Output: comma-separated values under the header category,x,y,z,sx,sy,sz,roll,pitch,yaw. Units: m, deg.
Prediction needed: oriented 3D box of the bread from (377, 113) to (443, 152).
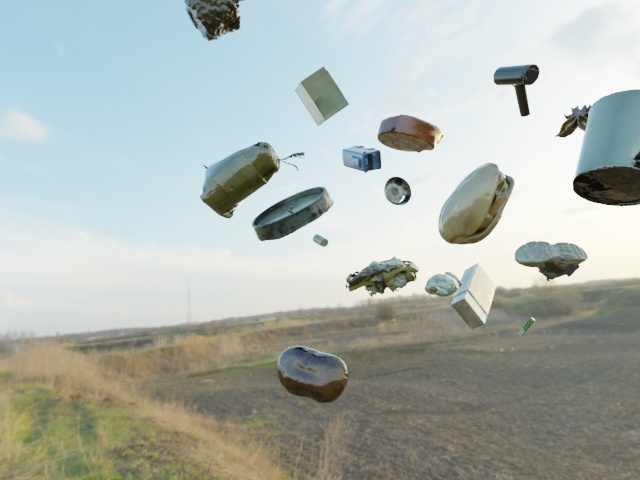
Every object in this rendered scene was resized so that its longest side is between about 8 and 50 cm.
category,x,y,z,sx,sy,sz,roll,pitch,yaw
bread,0.461,-0.570,2.172,0.296,0.114,0.328,16,-1,-36

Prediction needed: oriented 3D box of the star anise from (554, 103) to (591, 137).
category,x,y,z,sx,sy,sz,roll,pitch,yaw
star anise,0.986,-0.434,1.531,0.228,0.218,0.148,12,-41,-36

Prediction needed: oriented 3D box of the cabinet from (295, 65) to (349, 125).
category,x,y,z,sx,sy,sz,roll,pitch,yaw
cabinet,0.006,-0.682,1.926,0.150,0.206,0.145,-37,12,-9

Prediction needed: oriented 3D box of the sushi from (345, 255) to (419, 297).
category,x,y,z,sx,sy,sz,roll,pitch,yaw
sushi,0.250,0.142,1.616,0.291,0.130,0.139,-19,6,21

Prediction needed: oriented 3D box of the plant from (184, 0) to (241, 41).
category,x,y,z,sx,sy,sz,roll,pitch,yaw
plant,-0.400,-0.906,1.576,0.234,0.204,0.178,-42,4,-12

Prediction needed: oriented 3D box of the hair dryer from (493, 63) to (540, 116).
category,x,y,z,sx,sy,sz,roll,pitch,yaw
hair dryer,0.911,-0.680,1.860,0.089,0.251,0.197,-35,29,-8

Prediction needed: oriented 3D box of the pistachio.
category,x,y,z,sx,sy,sz,roll,pitch,yaw
pistachio,0.374,-0.083,0.990,0.144,0.215,0.144,32,8,-5

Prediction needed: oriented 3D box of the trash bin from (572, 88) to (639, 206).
category,x,y,z,sx,sy,sz,roll,pitch,yaw
trash bin,0.877,-0.262,1.169,0.218,0.262,0.277,20,-14,7

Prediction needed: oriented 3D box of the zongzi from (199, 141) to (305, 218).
category,x,y,z,sx,sy,sz,roll,pitch,yaw
zongzi,-0.318,-0.339,1.746,0.447,0.418,0.181,-35,-52,3

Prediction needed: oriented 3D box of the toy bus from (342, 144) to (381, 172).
category,x,y,z,sx,sy,sz,roll,pitch,yaw
toy bus,0.225,-0.452,2.241,0.134,0.115,0.234,-17,25,-23

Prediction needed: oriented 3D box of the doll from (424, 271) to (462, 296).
category,x,y,z,sx,sy,sz,roll,pitch,yaw
doll,0.442,0.161,1.463,0.104,0.071,0.214,28,24,33

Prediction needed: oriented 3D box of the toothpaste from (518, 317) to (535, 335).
category,x,y,z,sx,sy,sz,roll,pitch,yaw
toothpaste,0.815,0.341,1.600,0.020,0.017,0.083,1,-56,-49

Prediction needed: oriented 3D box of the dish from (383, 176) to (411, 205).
category,x,y,z,sx,sy,sz,roll,pitch,yaw
dish,0.346,-0.221,1.898,0.141,0.140,0.078,-1,-12,-21

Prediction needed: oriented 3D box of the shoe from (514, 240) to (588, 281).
category,x,y,z,sx,sy,sz,roll,pitch,yaw
shoe,0.757,0.074,1.354,0.228,0.099,0.125,0,-48,4

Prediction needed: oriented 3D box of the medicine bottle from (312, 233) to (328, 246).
category,x,y,z,sx,sy,sz,roll,pitch,yaw
medicine bottle,0.000,0.000,2.034,0.047,0.047,0.083,1,17,-32

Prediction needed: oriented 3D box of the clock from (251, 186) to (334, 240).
category,x,y,z,sx,sy,sz,roll,pitch,yaw
clock,-0.108,-0.106,1.540,0.326,0.067,0.325,-24,18,8

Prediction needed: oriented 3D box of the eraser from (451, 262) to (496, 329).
category,x,y,z,sx,sy,sz,roll,pitch,yaw
eraser,0.660,0.231,1.733,0.078,0.144,0.343,-39,-1,36

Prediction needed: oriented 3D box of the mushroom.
category,x,y,z,sx,sy,sz,roll,pitch,yaw
mushroom,-0.004,0.411,1.226,0.227,0.147,0.217,16,-16,28
